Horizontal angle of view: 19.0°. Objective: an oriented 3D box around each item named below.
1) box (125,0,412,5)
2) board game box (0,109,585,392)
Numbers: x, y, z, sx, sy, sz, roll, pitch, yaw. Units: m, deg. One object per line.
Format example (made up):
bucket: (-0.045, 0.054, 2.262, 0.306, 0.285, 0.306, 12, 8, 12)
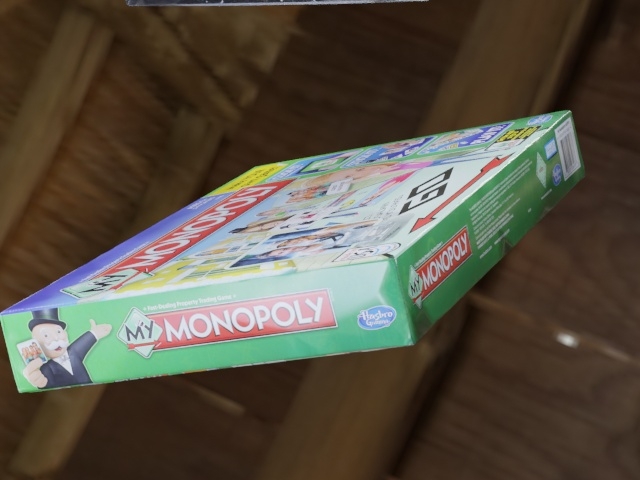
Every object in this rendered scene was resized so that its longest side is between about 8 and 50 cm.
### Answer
box: (-0.005, -0.230, 1.001, 0.183, 0.056, 0.231, -3, -46, -22)
board game box: (0.000, 0.000, 1.031, 0.317, 0.213, 0.046, -37, -64, -63)
